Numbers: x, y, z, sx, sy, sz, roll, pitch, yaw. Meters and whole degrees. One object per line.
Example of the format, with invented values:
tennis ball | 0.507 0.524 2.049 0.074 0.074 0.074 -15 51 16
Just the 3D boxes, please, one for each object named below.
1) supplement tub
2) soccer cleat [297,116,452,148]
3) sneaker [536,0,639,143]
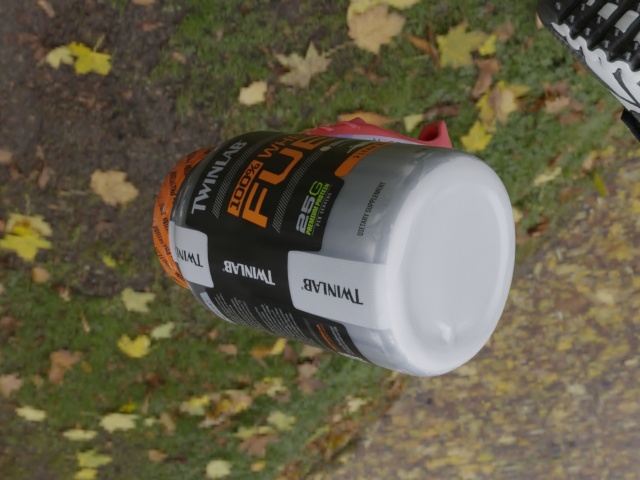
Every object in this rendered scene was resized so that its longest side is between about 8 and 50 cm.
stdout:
supplement tub | 0.000 0.000 0.533 0.190 0.117 0.117 10 155 42
soccer cleat | -0.003 -0.063 0.919 0.318 0.117 0.108 0 176 -29
sneaker | 0.258 -0.113 0.736 0.234 0.078 0.106 37 154 20
